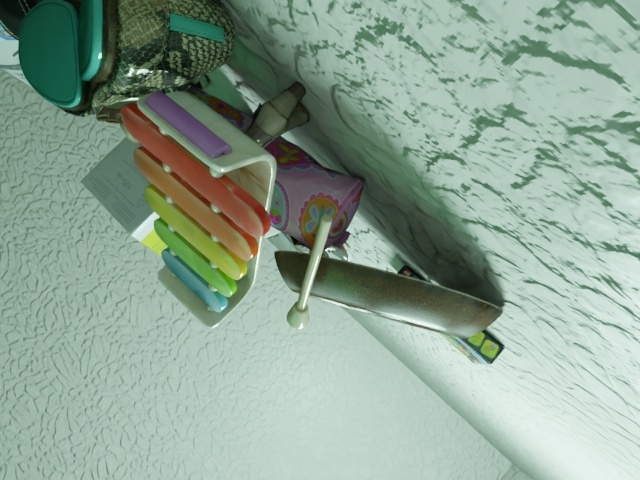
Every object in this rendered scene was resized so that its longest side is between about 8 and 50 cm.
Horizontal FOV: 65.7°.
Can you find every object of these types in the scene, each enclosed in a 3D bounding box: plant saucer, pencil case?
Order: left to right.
[{"bbox_3d":[-0.080,-0.088,0.653,0.284,0.124,0.124,30,171,6],"label":"pencil case"},{"bbox_3d":[0.081,0.078,0.671,0.310,0.050,0.310,16,172,2],"label":"plant saucer"}]

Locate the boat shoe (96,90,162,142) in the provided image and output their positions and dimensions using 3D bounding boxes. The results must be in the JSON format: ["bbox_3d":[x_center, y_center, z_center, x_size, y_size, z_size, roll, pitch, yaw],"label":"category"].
[{"bbox_3d":[-0.341,-0.251,1.002,0.324,0.116,0.123,23,-166,32],"label":"boat shoe"}]

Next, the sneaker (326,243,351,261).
[{"bbox_3d":[0.000,0.000,1.084,0.158,0.065,0.061,44,172,-12],"label":"sneaker"}]

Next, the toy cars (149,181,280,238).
[{"bbox_3d":[-0.205,-0.087,1.148,0.087,0.176,0.393,0,156,42],"label":"toy cars"}]

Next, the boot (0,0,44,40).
[{"bbox_3d":[-0.514,-0.355,0.639,0.138,0.284,0.377,21,153,2],"label":"boot"}]

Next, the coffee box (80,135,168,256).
[{"bbox_3d":[-0.462,-0.147,1.586,0.337,0.338,0.334,38,172,32],"label":"coffee box"}]

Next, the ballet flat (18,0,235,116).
[{"bbox_3d":[-0.259,-0.241,0.650,0.182,0.164,0.483,-4,-166,-38],"label":"ballet flat"}]

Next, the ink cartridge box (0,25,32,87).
[{"bbox_3d":[-0.682,-0.479,1.170,0.223,0.129,0.307,4,169,14],"label":"ink cartridge box"}]

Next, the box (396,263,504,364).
[{"bbox_3d":[0.208,0.130,0.856,0.207,0.036,0.114,41,172,13],"label":"box"}]

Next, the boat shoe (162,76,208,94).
[{"bbox_3d":[-0.290,-0.310,0.803,0.233,0.079,0.084,43,174,4],"label":"boat shoe"}]

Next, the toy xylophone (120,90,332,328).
[{"bbox_3d":[-0.108,-0.010,0.558,0.236,0.081,0.323,34,142,23],"label":"toy xylophone"}]

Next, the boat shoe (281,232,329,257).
[{"bbox_3d":[-0.047,0.011,1.380,0.183,0.066,0.066,41,171,8],"label":"boat shoe"}]

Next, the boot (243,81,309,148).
[{"bbox_3d":[-0.054,-0.129,0.557,0.042,0.087,0.118,41,172,2],"label":"boot"}]
